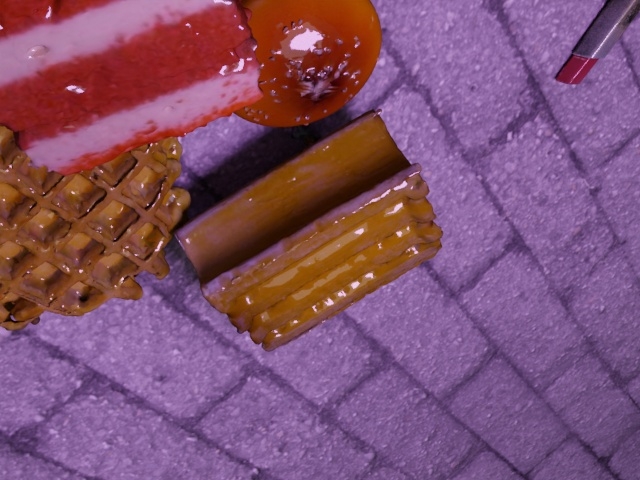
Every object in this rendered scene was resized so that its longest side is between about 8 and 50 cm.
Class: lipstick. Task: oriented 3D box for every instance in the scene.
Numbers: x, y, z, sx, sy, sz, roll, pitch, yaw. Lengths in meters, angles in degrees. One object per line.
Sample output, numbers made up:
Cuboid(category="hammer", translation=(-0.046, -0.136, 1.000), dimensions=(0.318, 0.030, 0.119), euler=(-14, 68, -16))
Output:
Cuboid(category="lipstick", translation=(0.490, -0.377, 1.518), dimensions=(0.051, 0.051, 0.312), euler=(15, 115, -43))

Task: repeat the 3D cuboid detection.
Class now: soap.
Cuboid(category="soap", translation=(0.000, 0.000, 1.353), dimensions=(0.335, 0.156, 0.293), euler=(-32, 157, 3))

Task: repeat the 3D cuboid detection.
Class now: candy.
Cuboid(category="candy", translation=(-0.023, -0.156, 1.361), dimensions=(0.060, 0.060, 0.201), euler=(-39, 128, -1))

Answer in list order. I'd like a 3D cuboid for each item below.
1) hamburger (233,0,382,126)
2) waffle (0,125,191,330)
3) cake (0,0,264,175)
Cuboid(category="hamburger", translation=(-0.039, -0.236, 1.162), dimensions=(0.246, 0.170, 0.246), euler=(-20, 146, -14))
Cuboid(category="waffle", translation=(-0.346, -0.037, 1.208), dimensions=(0.382, 0.095, 0.380), euler=(-14, 133, -22))
Cuboid(category="cake", translation=(-0.223, -0.264, 0.916), dimensions=(0.269, 0.270, 0.319), euler=(-18, 152, 2))
